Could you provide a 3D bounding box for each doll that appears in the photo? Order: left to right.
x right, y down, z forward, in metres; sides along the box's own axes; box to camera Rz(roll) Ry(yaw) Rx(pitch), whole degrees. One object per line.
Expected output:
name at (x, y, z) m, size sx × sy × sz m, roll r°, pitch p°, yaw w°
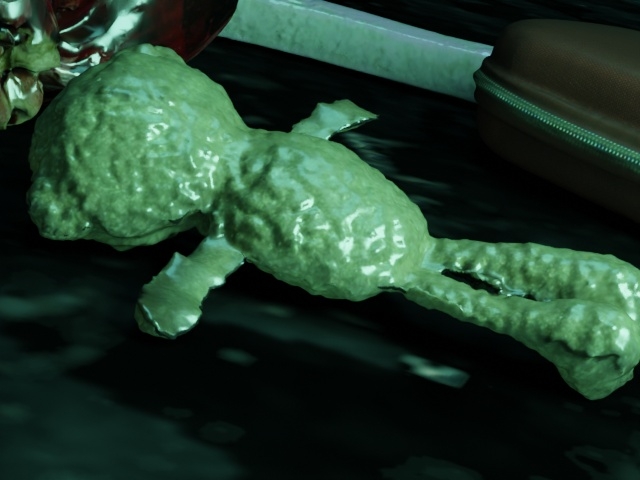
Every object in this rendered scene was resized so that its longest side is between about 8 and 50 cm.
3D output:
doll at (0.004, -0.013, 0.724) m, size 0.286 × 0.091 × 0.203 m, roll 1°, pitch 50°, yaw -4°

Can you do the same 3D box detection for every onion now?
onion at (-0.174, -0.190, 0.973) m, size 0.281 × 0.221 × 0.281 m, roll 27°, pitch 34°, yaw -20°

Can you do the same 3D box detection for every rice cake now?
rice cake at (0.013, -0.183, 1.376) m, size 0.365 × 0.056 × 0.072 m, roll 17°, pitch 14°, yaw 13°

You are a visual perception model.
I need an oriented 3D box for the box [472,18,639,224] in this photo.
box at (0.292, -0.055, 1.055) m, size 0.263 × 0.108 × 0.404 m, roll 0°, pitch 20°, yaw -40°
